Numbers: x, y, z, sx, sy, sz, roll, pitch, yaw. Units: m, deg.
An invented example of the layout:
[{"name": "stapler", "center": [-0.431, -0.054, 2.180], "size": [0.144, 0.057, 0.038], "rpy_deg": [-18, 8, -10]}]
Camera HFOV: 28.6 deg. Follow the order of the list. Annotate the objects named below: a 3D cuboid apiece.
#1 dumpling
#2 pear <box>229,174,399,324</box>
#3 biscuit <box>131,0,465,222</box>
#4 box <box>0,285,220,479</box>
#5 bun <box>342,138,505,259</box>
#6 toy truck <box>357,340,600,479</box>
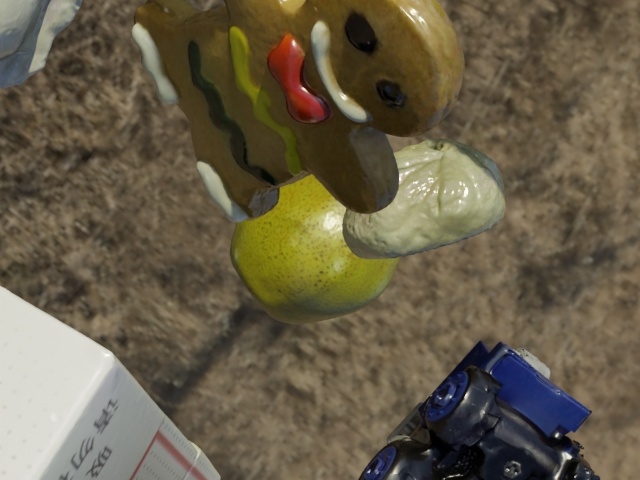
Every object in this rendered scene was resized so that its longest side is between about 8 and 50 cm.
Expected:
[{"name": "dumpling", "center": [-0.303, -0.211, 1.149], "size": [0.229, 0.124, 0.151], "rpy_deg": [-41, 129, 12]}, {"name": "pear", "center": [0.001, 0.001, 1.383], "size": [0.198, 0.198, 0.198], "rpy_deg": [-34, 142, -32]}, {"name": "biscuit", "center": [-0.018, -0.079, 0.638], "size": [0.035, 0.240, 0.158], "rpy_deg": [-38, 105, -29]}, {"name": "box", "center": [-0.168, 0.173, 0.711], "size": [0.210, 0.095, 0.330], "rpy_deg": [-58, 167, -16]}, {"name": "bun", "center": [0.067, -0.030, 0.848], "size": [0.115, 0.115, 0.069], "rpy_deg": [-20, 95, -44]}, {"name": "toy truck", "center": [0.132, 0.192, 1.147], "size": [0.161, 0.177, 0.213], "rpy_deg": [39, 100, -16]}]
